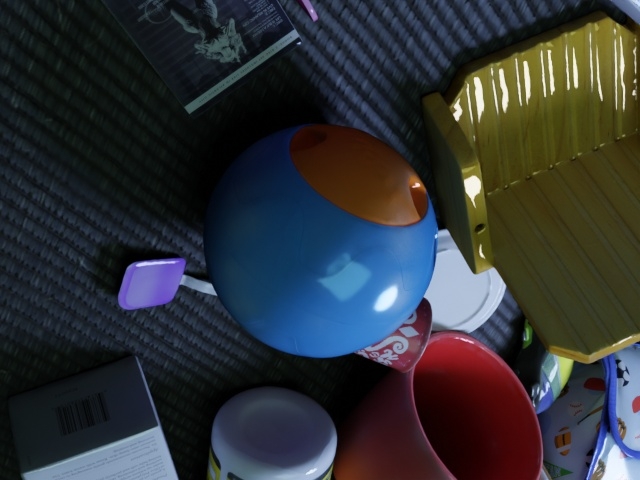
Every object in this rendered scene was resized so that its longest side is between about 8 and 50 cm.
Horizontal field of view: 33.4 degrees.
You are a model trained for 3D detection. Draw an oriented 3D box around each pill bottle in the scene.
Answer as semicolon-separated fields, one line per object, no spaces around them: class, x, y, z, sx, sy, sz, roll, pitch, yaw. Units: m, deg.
pill bottle;-0.088;0.405;1.657;0.188;0.188;0.334;-6;128;-22

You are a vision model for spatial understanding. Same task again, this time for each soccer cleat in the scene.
soccer cleat;0.392;0.166;1.785;0.121;0.093;0.289;-15;132;-45

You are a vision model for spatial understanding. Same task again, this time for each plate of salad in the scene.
plate of salad;0.185;0.066;1.617;0.200;0.048;0.200;-6;118;-11

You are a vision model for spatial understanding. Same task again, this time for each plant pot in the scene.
plant pot;0.162;0.313;1.646;0.275;0.275;0.243;16;141;-34

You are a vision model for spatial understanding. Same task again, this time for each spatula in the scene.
spatula;-0.137;0.065;1.474;0.296;0.030;0.084;5;124;-29

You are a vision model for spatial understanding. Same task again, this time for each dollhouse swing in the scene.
dollhouse swing;0.367;-0.074;1.426;0.347;0.305;0.315;-22;132;-7

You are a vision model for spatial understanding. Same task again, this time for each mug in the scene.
mug;0.049;0.116;1.521;0.169;0.113;0.150;20;152;-20

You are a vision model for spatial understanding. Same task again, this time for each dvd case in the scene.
dvd case;-0.138;-0.263;1.226;0.164;0.018;0.221;-35;132;2

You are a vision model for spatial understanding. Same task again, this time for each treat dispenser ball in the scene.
treat dispenser ball;0.000;0.000;1.314;0.288;0.288;0.288;-13;130;-16

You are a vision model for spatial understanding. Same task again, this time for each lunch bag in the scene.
lunch bag;0.544;0.364;1.910;0.328;0.239;0.385;11;104;-31

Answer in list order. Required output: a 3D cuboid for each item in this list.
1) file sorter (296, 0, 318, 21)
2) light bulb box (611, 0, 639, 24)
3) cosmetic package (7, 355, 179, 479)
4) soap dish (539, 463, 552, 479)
file sorter;0.043;-0.396;1.098;0.291;0.182;0.202;-34;132;2
light bulb box;0.425;-0.443;1.218;0.361;0.225;0.358;26;112;-39
cosmetic package;-0.300;0.367;1.547;0.197;0.155;0.365;-17;132;-12
soap dish;0.237;0.427;1.818;0.291;0.229;0.118;-21;148;-10
